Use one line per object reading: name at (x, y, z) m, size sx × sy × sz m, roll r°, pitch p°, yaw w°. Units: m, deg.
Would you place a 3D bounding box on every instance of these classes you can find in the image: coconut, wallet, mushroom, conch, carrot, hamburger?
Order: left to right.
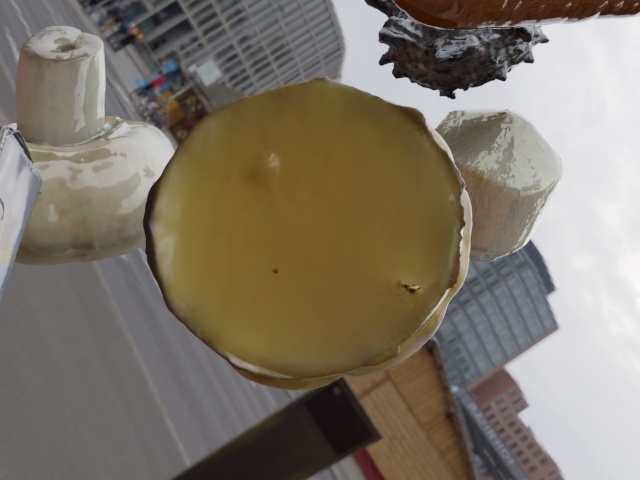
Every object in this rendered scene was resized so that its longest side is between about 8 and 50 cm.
wallet at (-0.390, -0.006, 0.854) m, size 0.170 × 0.069 × 0.231 m, roll 96°, pitch 4°, yaw -65°
mushroom at (-0.393, -0.103, 1.166) m, size 0.353 × 0.353 × 0.325 m, roll 59°, pitch 34°, yaw -41°
hamburger at (0.000, 0.000, 0.699) m, size 0.276 × 0.276 × 0.237 m, roll 57°, pitch 2°, yaw 9°
conch at (0.202, -0.336, 1.137) m, size 0.186 × 0.241 × 0.313 m, roll 29°, pitch -12°, yaw -39°
coconut at (0.277, -0.110, 1.263) m, size 0.245 × 0.244 × 0.247 m, roll 55°, pitch -44°, yaw 41°
carrot at (0.175, -0.162, 0.476) m, size 0.069 × 0.335 × 0.069 m, roll 179°, pitch -90°, yaw -77°
